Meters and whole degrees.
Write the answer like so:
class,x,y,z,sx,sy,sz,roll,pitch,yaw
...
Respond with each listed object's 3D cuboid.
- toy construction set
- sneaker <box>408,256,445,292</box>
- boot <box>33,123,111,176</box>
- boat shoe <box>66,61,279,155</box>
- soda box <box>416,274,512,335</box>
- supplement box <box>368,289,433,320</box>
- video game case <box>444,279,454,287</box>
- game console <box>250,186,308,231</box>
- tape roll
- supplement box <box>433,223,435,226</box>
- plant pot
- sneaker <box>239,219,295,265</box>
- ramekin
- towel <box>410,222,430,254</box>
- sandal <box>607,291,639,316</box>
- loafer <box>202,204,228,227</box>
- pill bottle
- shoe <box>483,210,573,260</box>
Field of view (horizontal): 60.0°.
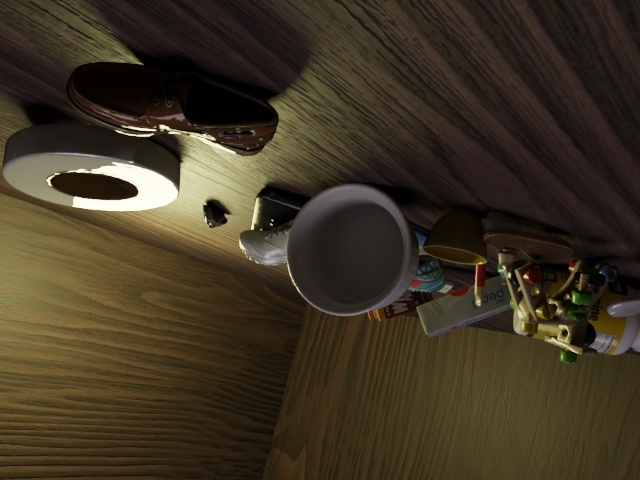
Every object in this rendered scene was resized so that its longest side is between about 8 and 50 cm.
class,x,y,z,sx,sy,sz,roll,pitch,yaw
toy construction set,0.494,0.154,1.260,0.257,0.237,0.309,-6,-169,-42
sneaker,0.243,0.081,1.668,0.262,0.125,0.104,0,-167,21
boot,-0.624,-0.197,1.435,0.236,0.089,0.269,14,167,-24
boat shoe,-0.212,-0.211,0.819,0.307,0.110,0.104,8,168,-19
soda box,0.451,0.205,1.717,0.286,0.098,0.091,-23,158,14
supplement box,0.255,0.183,1.881,0.191,0.129,0.194,-16,176,-6
video game case,0.384,0.155,2.089,0.212,0.023,0.193,13,169,8
game console,0.000,0.000,1.508,0.387,0.060,0.342,19,160,-3
tape roll,-0.525,-0.158,1.302,0.392,0.072,0.392,0,166,0
supplement box,0.304,-0.006,1.324,0.055,0.043,0.083,6,167,32
plant pot,0.291,-0.013,1.168,0.134,0.095,0.134,14,169,3
sneaker,-0.075,-0.002,1.419,0.297,0.111,0.129,7,132,19
ramekin,0.078,0.025,1.193,0.277,0.277,0.135,9,175,26
towel,0.199,-0.004,1.500,0.209,0.034,0.285,24,164,-32
sandal,0.727,0.102,1.191,0.265,0.076,0.102,-5,146,-14
loafer,-0.335,-0.081,1.758,0.061,0.062,0.170,-8,173,-3
pill bottle,0.683,0.183,1.416,0.334,0.188,0.188,11,169,13
shoe,0.430,-0.009,1.140,0.219,0.058,0.076,14,150,-21
